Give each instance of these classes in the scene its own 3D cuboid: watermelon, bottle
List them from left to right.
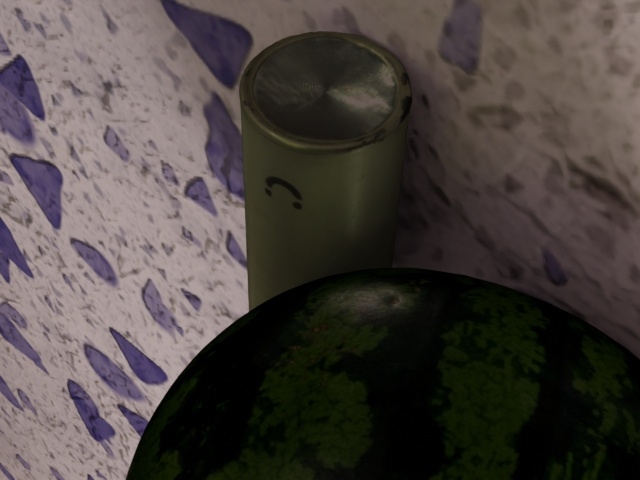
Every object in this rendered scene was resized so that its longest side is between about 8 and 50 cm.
[{"bbox_3d":[0.000,0.000,0.582,0.072,0.072,0.201,35,148,25],"label":"bottle"},{"bbox_3d":[0.045,0.139,0.502,0.269,0.269,0.269,35,148,26],"label":"watermelon"}]
